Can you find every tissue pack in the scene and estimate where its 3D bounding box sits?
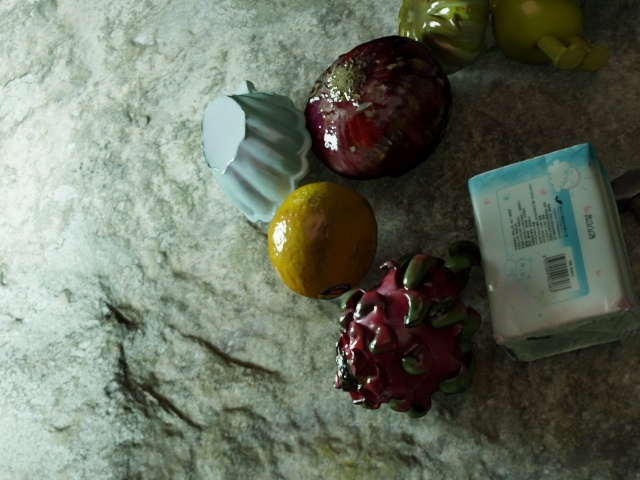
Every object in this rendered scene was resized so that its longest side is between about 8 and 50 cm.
[{"bbox_3d":[0.331,0.017,1.388,0.202,0.124,0.271,-19,58,26],"label":"tissue pack"}]

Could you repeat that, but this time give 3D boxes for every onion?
[{"bbox_3d":[0.093,-0.206,1.553,0.246,0.190,0.246,-17,58,30],"label":"onion"}]

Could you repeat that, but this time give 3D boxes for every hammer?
[{"bbox_3d":[0.527,0.046,1.388,0.111,0.043,0.365,-29,60,-1],"label":"hammer"}]

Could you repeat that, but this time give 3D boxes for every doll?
[{"bbox_3d":[0.339,-0.390,1.634,0.200,0.145,0.363,0,41,-31],"label":"doll"}]

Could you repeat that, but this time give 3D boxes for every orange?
[{"bbox_3d":[0.004,0.000,1.473,0.177,0.177,0.155,-46,49,-12],"label":"orange"}]

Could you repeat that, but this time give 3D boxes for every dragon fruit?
[{"bbox_3d":[0.123,0.112,1.378,0.198,0.218,0.272,18,56,-18],"label":"dragon fruit"}]

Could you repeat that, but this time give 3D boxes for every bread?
[{"bbox_3d":[0.195,-0.370,1.603,0.105,0.213,0.213,2,58,-19],"label":"bread"}]

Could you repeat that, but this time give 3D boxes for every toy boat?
[{"bbox_3d":[-0.120,-0.158,1.592,0.199,0.100,0.290,-54,38,20],"label":"toy boat"}]
